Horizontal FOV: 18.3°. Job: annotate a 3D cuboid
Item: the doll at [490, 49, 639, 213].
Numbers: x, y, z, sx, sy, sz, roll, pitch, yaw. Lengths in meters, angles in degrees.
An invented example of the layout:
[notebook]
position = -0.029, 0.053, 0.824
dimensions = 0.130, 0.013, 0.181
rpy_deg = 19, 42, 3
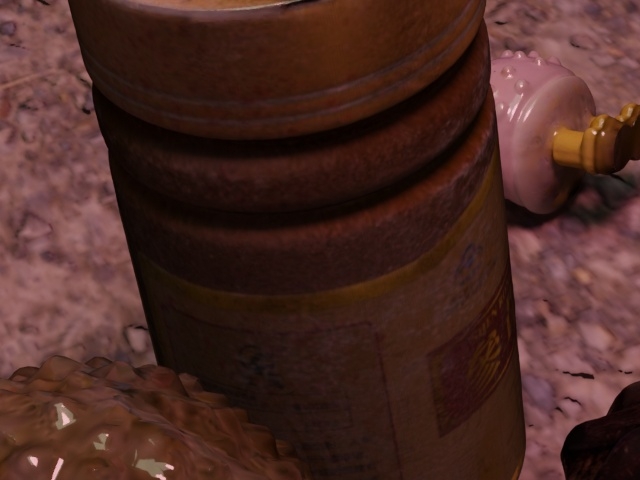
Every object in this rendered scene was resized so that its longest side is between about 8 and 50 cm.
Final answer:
[doll]
position = 0.076, -0.067, 1.063
dimensions = 0.207, 0.081, 0.129
rpy_deg = 16, 26, 31

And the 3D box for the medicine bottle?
[medicine bottle]
position = 0.000, 0.000, 0.798
dimensions = 0.151, 0.322, 0.151
rpy_deg = -6, 39, 5

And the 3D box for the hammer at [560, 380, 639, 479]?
[hammer]
position = 0.288, 0.064, 0.713
dimensions = 0.408, 0.095, 0.242
rpy_deg = -14, -3, 9

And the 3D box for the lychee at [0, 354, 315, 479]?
[lychee]
position = -0.095, 0.166, 0.671
dimensions = 0.255, 0.274, 0.255
rpy_deg = 8, 24, -4
